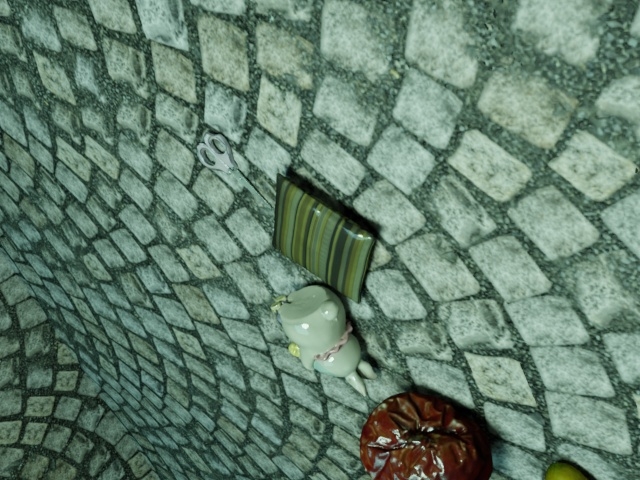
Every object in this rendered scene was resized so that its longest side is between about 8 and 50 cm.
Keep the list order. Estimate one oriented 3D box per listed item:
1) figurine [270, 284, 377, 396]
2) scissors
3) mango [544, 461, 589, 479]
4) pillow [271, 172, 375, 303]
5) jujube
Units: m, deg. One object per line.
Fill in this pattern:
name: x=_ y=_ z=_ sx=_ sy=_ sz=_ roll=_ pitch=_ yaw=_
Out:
figurine: x=0.010 y=0.210 z=1.393 sx=0.155 sy=0.127 sz=0.235 roll=-10 pitch=123 yaw=29
scissors: x=-0.158 y=-0.124 z=1.317 sx=0.189 sy=0.015 sz=0.100 roll=46 pitch=143 yaw=-3
mango: x=0.452 y=0.472 z=1.237 sx=0.111 sy=0.089 sz=0.163 roll=12 pitch=125 yaw=40
pillow: x=0.000 y=0.000 z=1.248 sx=0.212 sy=0.052 sz=0.208 roll=35 pitch=147 yaw=18
jujube: x=0.199 y=0.408 z=1.322 sx=0.232 sy=0.213 sz=0.213 roll=27 pitch=142 yaw=37
